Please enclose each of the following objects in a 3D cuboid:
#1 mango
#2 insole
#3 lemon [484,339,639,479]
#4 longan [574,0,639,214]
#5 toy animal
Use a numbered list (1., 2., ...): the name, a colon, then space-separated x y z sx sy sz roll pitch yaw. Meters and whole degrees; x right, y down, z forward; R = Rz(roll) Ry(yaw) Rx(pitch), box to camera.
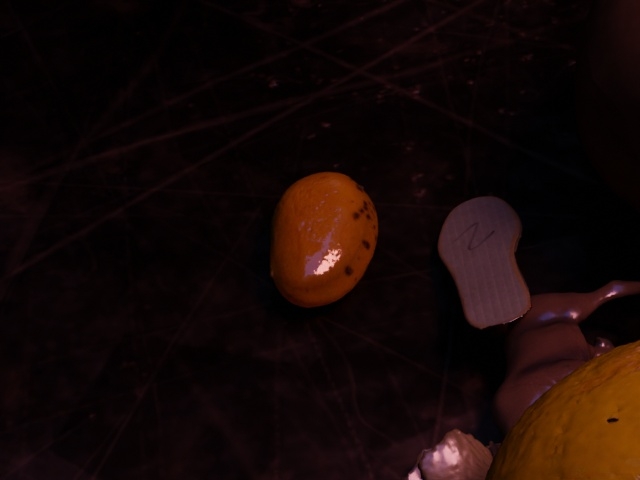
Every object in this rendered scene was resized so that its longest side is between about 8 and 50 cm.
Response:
1. mango: 0.000 0.000 1.316 0.079 0.057 0.114 14 52 9
2. insole: 0.115 0.012 1.286 0.064 0.004 0.188 -17 27 6
3. lemon: 0.214 0.158 1.017 0.240 0.240 0.219 15 40 20
4. longan: 0.316 -0.112 1.243 0.297 0.297 0.297 -3 46 3
5. toy animal: 0.141 0.114 1.175 0.186 0.094 0.214 -3 34 4
